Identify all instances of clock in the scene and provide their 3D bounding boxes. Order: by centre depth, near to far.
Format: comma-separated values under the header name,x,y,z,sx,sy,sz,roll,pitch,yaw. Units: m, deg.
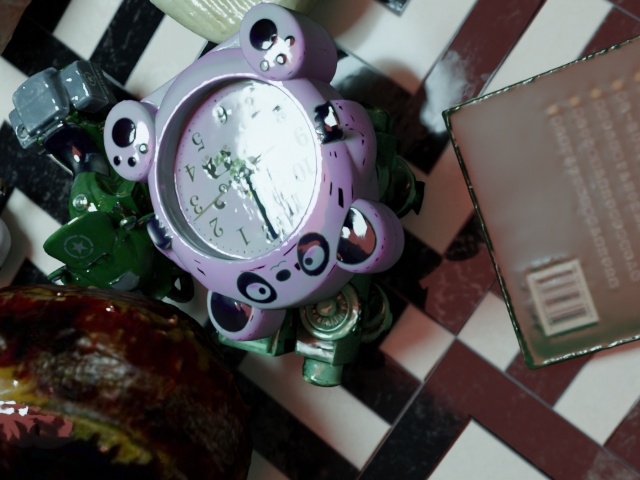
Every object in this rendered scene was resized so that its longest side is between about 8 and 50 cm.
name,x,y,z,sx,sy,sz,roll,pitch,yaw
clock,-0.054,-0.054,0.958,0.228,0.090,0.247,-31,77,23

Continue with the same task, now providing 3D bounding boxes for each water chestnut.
name,x,y,z,sx,sy,sz,roll,pitch,yaw
water chestnut,-0.228,0.206,0.999,0.351,0.302,0.350,5,134,5

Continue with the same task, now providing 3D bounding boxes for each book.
name,x,y,z,sx,sy,sz,roll,pitch,yaw
book,0.315,-0.060,0.952,0.371,0.043,0.260,-19,86,22

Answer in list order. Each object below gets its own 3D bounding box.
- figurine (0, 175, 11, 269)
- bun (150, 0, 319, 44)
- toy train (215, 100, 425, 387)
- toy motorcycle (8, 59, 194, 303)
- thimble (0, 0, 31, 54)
name,x,y,z,sx,sy,sz,roll,pitch,yaw
figurine,-0.418,0.013,1.202,0.229,0.137,0.112,-21,115,24
bun,-0.074,-0.300,1.050,0.231,0.133,0.231,5,102,24
toy train,0.000,0.000,1.041,0.154,0.115,0.269,12,95,29
toy motorcycle,-0.222,-0.055,1.084,0.125,0.187,0.274,-33,77,19
thimble,-0.410,-0.301,1.135,0.239,0.239,0.162,39,102,16
